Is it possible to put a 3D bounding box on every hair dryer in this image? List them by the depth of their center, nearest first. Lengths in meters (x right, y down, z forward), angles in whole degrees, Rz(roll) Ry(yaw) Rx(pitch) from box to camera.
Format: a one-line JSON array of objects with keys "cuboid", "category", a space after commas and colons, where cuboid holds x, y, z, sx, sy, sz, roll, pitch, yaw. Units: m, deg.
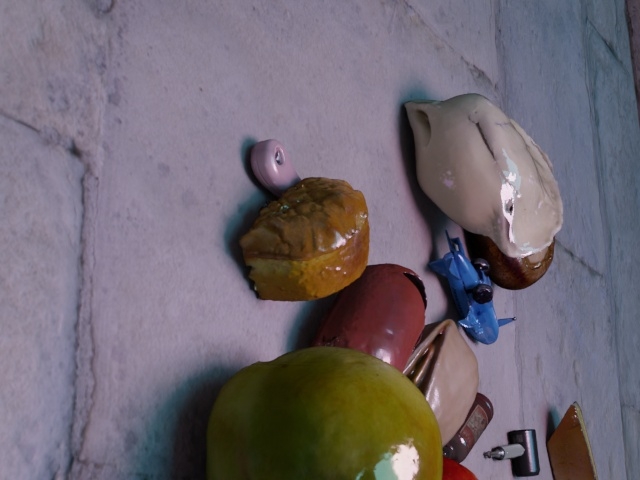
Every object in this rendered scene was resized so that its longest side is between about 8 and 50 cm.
[{"cuboid": [0.396, 0.450, 2.134, 0.198, 0.057, 0.100, 9, 72, -50], "category": "hair dryer"}]

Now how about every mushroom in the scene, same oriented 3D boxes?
[{"cuboid": [0.412, -0.039, 2.216, 0.278, 0.163, 0.297, 25, 59, -65], "category": "mushroom"}]

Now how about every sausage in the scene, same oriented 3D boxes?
[{"cuboid": [0.079, 0.140, 1.587, 0.152, 0.152, 0.279, 64, 35, -23], "category": "sausage"}]

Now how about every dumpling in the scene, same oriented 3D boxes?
[{"cuboid": [0.349, -0.149, 2.006, 0.315, 0.233, 0.395, -15, 61, -33], "category": "dumpling"}]

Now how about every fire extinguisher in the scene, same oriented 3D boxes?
[{"cuboid": [0.263, 0.366, 1.867, 0.252, 0.106, 0.075, -34, 129, -59], "category": "fire extinguisher"}]

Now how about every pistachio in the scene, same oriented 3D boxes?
[{"cuboid": [0.174, 0.238, 1.685, 0.288, 0.166, 0.197, -49, 160, -58], "category": "pistachio"}]

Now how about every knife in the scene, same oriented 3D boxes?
[{"cuboid": [-0.017, -0.055, 1.619, 0.336, 0.043, 0.081, 49, 39, -50], "category": "knife"}]

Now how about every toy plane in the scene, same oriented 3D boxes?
[{"cuboid": [0.306, 0.111, 2.042, 0.271, 0.105, 0.254, 52, 24, -31], "category": "toy plane"}]

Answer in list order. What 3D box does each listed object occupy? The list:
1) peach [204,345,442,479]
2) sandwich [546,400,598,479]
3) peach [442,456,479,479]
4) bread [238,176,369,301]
[{"cuboid": [0.012, 0.290, 1.286, 0.315, 0.281, 0.314, -39, 111, -57], "category": "peach"}, {"cuboid": [0.600, 0.509, 2.408, 0.094, 0.096, 0.258, -13, 90, -67], "category": "sandwich"}, {"cuboid": [0.146, 0.434, 1.542, 0.243, 0.243, 0.199, 46, 4, -43], "category": "peach"}, {"cuboid": [0.000, 0.000, 1.488, 0.229, 0.139, 0.143, -46, 138, -44], "category": "bread"}]
